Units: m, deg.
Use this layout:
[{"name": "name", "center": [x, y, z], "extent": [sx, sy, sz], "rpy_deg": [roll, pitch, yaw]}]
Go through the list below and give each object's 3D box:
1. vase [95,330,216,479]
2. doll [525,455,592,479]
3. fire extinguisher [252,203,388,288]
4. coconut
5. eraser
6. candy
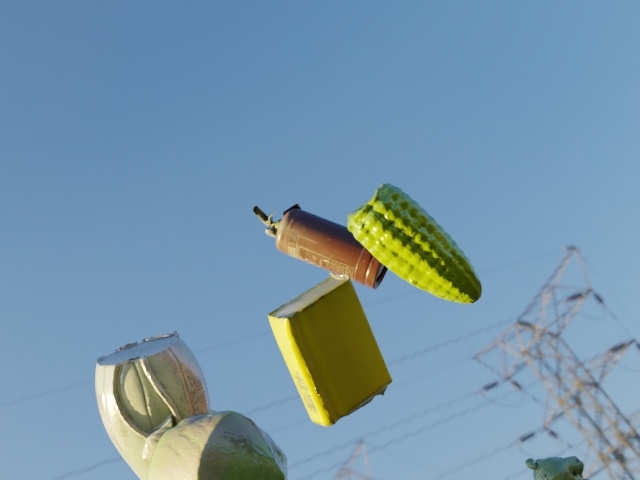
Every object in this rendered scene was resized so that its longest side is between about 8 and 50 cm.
[{"name": "vase", "center": [-0.322, 0.436, 2.027], "extent": [0.250, 0.445, 0.250], "rpy_deg": [-17, 6, 2]}, {"name": "doll", "center": [0.386, 0.369, 1.487], "extent": [0.150, 0.115, 0.077], "rpy_deg": [23, -76, -52]}, {"name": "fire extinguisher", "center": [0.000, 0.000, 1.823], "extent": [0.105, 0.269, 0.105], "rpy_deg": [-59, -17, -30]}, {"name": "coconut", "center": [-0.144, 0.362, 1.436], "extent": [0.204, 0.236, 0.236], "rpy_deg": [-17, -33, -54]}, {"name": "eraser", "center": [0.019, 0.190, 1.643], "extent": [0.158, 0.069, 0.226], "rpy_deg": [-32, -73, -31]}, {"name": "candy", "center": [0.134, 0.012, 1.290], "extent": [0.097, 0.209, 0.097], "rpy_deg": [-50, 0, 0]}]
